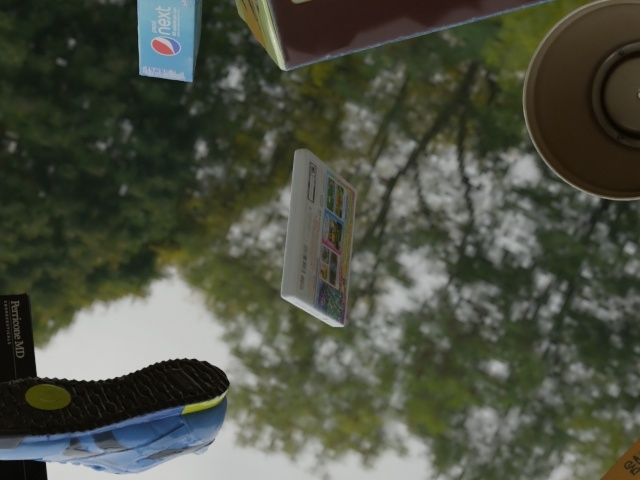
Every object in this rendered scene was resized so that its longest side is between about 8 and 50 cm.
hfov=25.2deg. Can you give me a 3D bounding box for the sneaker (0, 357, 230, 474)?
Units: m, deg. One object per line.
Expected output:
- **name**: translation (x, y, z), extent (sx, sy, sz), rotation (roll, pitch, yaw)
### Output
- **sneaker**: translation (-0.159, 0.139, 1.010), extent (0.209, 0.082, 0.069), rotation (-5, -147, -35)

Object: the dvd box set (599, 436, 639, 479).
- **dvd box set**: translation (0.202, 0.375, 0.974), extent (0.307, 0.420, 0.062), rotation (41, -179, -9)

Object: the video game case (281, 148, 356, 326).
- **video game case**: translation (0.000, 0.000, 1.507), extent (0.019, 0.157, 0.143), rotation (-1, 164, 22)

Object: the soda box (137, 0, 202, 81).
- **soda box**: translation (-0.172, -0.274, 1.650), extent (0.067, 0.071, 0.210), rotation (8, 150, -2)

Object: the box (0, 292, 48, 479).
- **box**: translation (-0.344, 0.187, 1.283), extent (0.184, 0.103, 0.261), rotation (-3, -115, -17)

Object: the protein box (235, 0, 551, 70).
- **protein box**: translation (0.052, -0.175, 0.621), extent (0.201, 0.136, 0.200), rotation (-15, -163, -4)

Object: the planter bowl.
- **planter bowl**: translation (0.259, -0.119, 1.186), extent (0.162, 0.162, 0.109), rotation (28, -163, 16)
